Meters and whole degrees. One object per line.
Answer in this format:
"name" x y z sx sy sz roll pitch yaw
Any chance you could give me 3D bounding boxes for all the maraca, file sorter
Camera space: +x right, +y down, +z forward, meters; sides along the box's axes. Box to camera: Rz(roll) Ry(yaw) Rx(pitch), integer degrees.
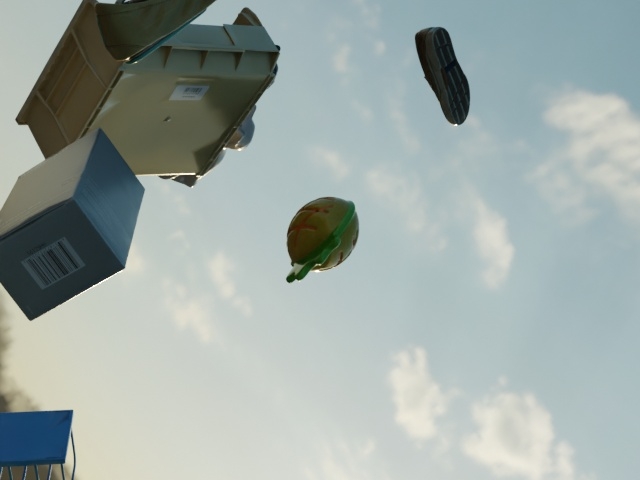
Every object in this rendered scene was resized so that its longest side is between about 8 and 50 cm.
"maraca" 0.000 0.000 1.893 0.099 0.127 0.185 42 27 -12
"file sorter" -0.465 0.339 1.983 0.118 0.170 0.104 -96 -176 -59

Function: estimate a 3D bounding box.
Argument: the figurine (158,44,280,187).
"figurine" -0.156 -0.201 2.060 0.092 0.214 0.209 37 -40 -26

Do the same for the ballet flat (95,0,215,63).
"ballet flat" -0.120 -0.260 1.276 0.080 0.232 0.073 14 -43 60

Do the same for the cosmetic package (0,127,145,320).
"cosmetic package" -0.277 -0.023 1.415 0.107 0.127 0.238 56 9 -23

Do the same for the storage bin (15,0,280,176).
"storage bin" -0.230 -0.206 1.751 0.260 0.262 0.123 -50 -122 37

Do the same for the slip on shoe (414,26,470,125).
"slip on shoe" 0.157 -0.214 1.688 0.041 0.051 0.135 5 -53 46
